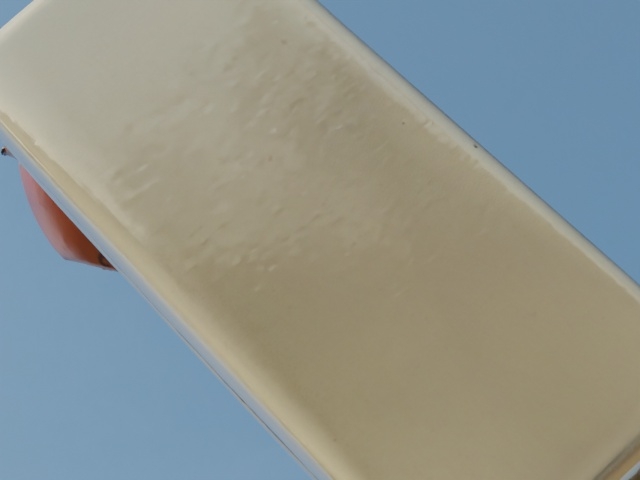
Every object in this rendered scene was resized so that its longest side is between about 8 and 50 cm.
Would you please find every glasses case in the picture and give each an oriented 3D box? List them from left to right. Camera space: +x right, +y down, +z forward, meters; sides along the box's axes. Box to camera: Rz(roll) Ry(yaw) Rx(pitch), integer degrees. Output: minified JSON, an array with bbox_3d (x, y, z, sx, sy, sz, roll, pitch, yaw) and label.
[{"bbox_3d":[0.000,0.000,0.729,0.144,0.336,0.076,-40,-26,-10],"label":"glasses case"}]

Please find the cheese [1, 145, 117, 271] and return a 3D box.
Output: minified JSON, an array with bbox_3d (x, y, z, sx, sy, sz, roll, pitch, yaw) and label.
[{"bbox_3d":[-0.121,-0.038,1.194,0.217,0.329,0.129,14,-93,1],"label":"cheese"}]
